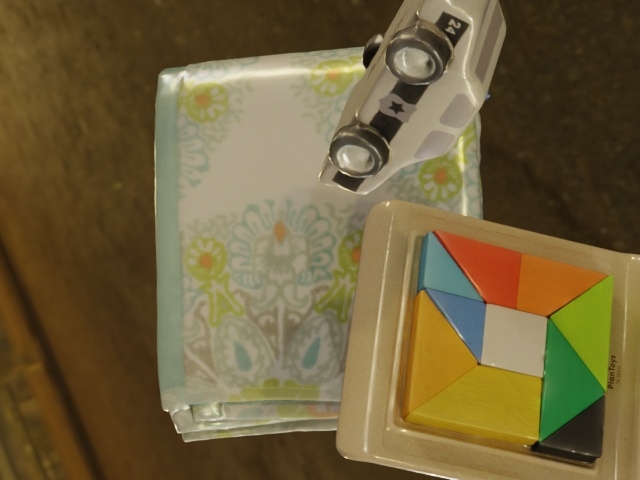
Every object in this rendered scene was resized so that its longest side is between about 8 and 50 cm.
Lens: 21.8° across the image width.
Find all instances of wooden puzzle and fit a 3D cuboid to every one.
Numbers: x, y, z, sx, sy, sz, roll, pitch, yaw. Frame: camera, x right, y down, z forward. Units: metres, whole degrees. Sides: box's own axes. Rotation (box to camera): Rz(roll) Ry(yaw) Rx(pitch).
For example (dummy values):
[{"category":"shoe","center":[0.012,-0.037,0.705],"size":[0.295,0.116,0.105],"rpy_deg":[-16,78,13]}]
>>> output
[{"category":"wooden puzzle","center":[0.142,0.084,1.288],"size":[0.044,0.238,0.221],"rpy_deg":[112,168,-63]}]

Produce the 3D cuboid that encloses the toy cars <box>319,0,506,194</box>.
[{"category":"toy cars","center":[0.116,-0.190,0.963],"size":[0.176,0.087,0.394],"rpy_deg":[-96,31,-78]}]

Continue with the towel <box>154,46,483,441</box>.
[{"category":"towel","center":[0.000,0.000,1.598],"size":[0.090,0.320,0.374],"rpy_deg":[41,-133,-76]}]
